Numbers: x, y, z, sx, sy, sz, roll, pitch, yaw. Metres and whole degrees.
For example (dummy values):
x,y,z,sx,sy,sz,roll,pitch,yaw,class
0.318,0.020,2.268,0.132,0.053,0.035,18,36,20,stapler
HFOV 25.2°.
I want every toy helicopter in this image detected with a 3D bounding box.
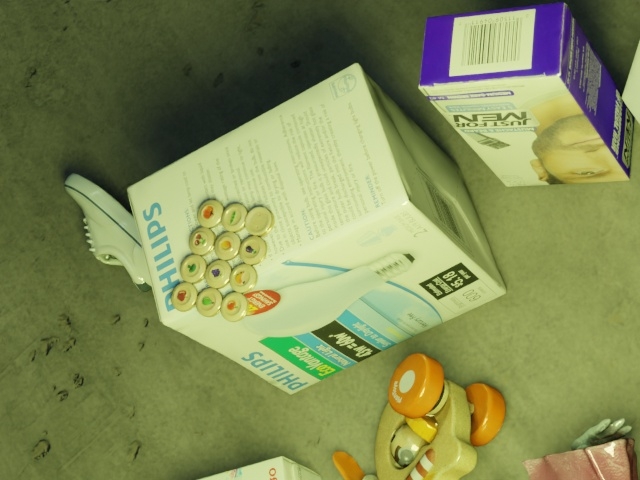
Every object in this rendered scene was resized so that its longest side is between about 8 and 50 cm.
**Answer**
x,y,z,sx,sy,sz,roll,pitch,yaw,class
0.115,0.338,1.851,0.235,0.140,0.355,-37,37,39,toy helicopter

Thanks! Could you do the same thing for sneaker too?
x,y,z,sx,sy,sz,roll,pitch,yaw,class
-0.335,-0.015,2.266,0.258,0.094,0.091,38,86,33,sneaker

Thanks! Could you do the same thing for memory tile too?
x,y,z,sx,sy,sz,roll,pitch,yaw,class
-0.121,0.024,1.763,0.113,0.012,0.148,11,78,28,memory tile

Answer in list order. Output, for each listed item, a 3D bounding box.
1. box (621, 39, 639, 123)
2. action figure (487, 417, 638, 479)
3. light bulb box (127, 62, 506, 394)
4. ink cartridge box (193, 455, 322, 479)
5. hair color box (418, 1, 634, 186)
x,y,z,sx,sy,sz,roll,pitch,yaw,class
0.496,-0.218,1.853,0.171,0.130,0.091,-18,58,-15,box
0.327,0.407,1.659,0.276,0.248,0.370,-19,60,21,action figure
0.000,0.000,1.928,0.361,0.358,0.225,-27,59,17,light bulb box
-0.092,0.386,1.957,0.176,0.127,0.128,-18,62,21,ink cartridge box
0.276,-0.179,1.865,0.185,0.339,0.110,-2,71,27,hair color box
